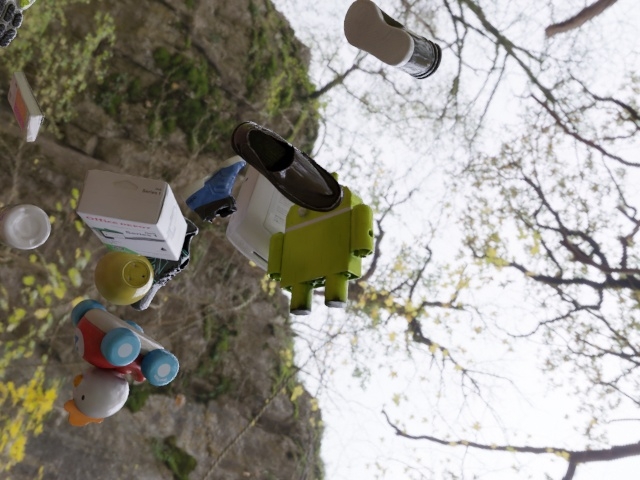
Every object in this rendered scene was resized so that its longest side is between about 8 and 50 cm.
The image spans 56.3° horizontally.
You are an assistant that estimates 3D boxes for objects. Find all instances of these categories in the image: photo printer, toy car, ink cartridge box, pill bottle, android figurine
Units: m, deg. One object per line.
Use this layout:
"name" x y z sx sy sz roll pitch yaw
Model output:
"photo printer" -0.071 -0.050 1.342 0.107 0.256 0.308 -39 -152 39
"toy car" -0.466 0.285 1.267 0.219 0.210 0.238 20 -107 47
"ink cartridge box" -0.372 -0.045 1.202 0.219 0.160 0.093 96 3 -70
"pill bottle" -0.538 -0.026 1.060 0.137 0.078 0.078 4 -113 49
"android figurine" 0.000 0.000 1.124 0.248 0.056 0.273 -16 -120 38

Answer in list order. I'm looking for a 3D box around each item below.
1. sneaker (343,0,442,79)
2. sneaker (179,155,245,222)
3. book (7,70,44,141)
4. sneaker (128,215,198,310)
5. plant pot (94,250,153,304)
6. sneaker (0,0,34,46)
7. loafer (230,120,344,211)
"sneaker" 0.164 -0.453 1.368 0.105 0.146 0.296 -58 -137 22
"sneaker" -0.172 -0.088 1.076 0.152 0.085 0.058 -42 -176 -42
"book" -0.733 -0.330 1.476 0.096 0.035 0.144 -46 -113 42
"sneaker" -0.395 0.058 1.491 0.101 0.106 0.268 0 113 -82
"plant pot" -0.440 0.081 1.377 0.095 0.134 0.134 -11 -125 55
"sneaker" -0.579 -0.435 1.052 0.118 0.107 0.279 35 -99 29
"loafer" -0.053 -0.116 0.992 0.080 0.220 0.078 -59 -165 -1
